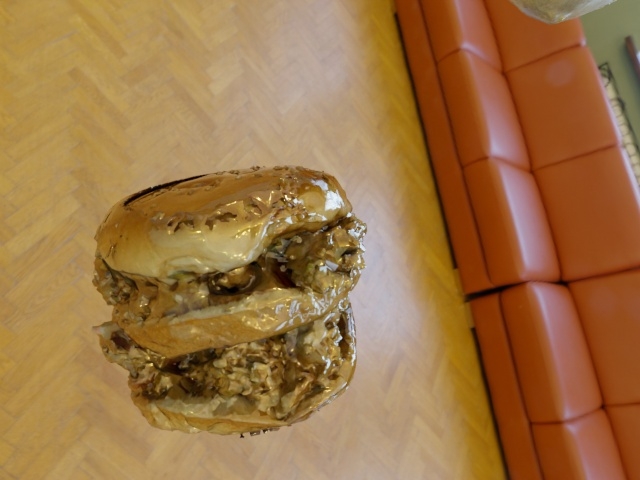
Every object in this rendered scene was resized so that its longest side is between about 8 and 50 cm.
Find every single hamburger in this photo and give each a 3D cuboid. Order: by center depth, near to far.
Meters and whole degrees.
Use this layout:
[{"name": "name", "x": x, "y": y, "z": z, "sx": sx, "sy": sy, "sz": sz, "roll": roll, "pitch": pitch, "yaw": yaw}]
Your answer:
[{"name": "hamburger", "x": -0.065, "y": 0.039, "z": 0.462, "sx": 0.245, "sy": 0.260, "sz": 0.212, "roll": -27, "pitch": 113, "yaw": -39}]

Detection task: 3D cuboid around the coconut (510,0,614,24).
[{"name": "coconut", "x": 0.224, "y": -0.283, "z": 0.458, "sx": 0.161, "sy": 0.161, "sz": 0.162, "roll": 6, "pitch": 108, "yaw": -42}]
